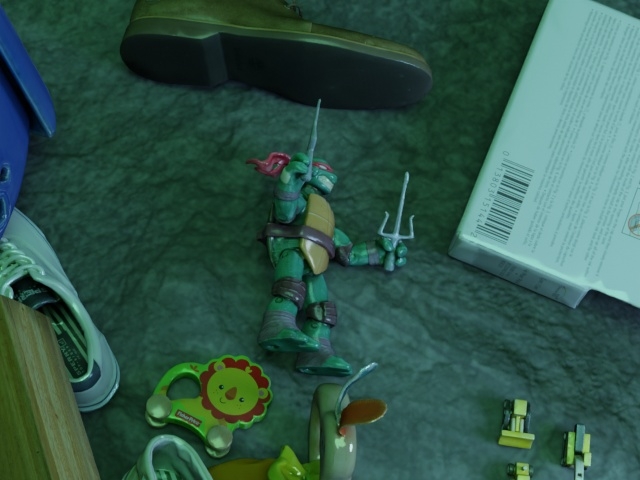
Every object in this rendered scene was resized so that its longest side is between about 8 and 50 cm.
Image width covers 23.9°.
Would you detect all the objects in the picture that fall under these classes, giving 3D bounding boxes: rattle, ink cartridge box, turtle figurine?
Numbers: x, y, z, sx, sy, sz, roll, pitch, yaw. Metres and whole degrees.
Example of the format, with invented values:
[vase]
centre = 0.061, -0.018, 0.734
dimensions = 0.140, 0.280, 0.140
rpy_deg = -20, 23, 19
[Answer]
[rattle]
centre = -0.028, 0.168, 1.293
dimensions = 0.143, 0.199, 0.130
rpy_deg = 16, 69, 2
[ink cartridge box]
centre = 0.297, -0.072, 1.481
dimensions = 0.261, 0.066, 0.296
rpy_deg = 23, 70, 4
[turtle figurine]
centre = 0.000, 0.000, 1.409
dimensions = 0.175, 0.118, 0.234
rpy_deg = 25, 65, -39

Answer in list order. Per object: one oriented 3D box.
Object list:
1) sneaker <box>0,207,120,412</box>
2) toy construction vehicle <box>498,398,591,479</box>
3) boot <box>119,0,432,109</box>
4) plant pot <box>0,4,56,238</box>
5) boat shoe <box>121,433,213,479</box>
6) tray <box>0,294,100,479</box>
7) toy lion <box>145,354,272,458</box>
[sneaker]
centre = -0.269, 0.040, 1.379
dimensions = 0.094, 0.091, 0.258
rpy_deg = -39, 76, -17
[toy construction vehicle]
centre = 0.206, 0.196, 1.390
dimensions = 0.086, 0.035, 0.098
rpy_deg = 11, 69, -1
[boot]
centre = -0.035, -0.207, 1.490
dimensions = 0.305, 0.112, 0.115
rpy_deg = 11, 58, 2
[plant pot]
centre = -0.383, -0.125, 1.336
dimensions = 0.236, 0.236, 0.212
rpy_deg = 16, 60, 28
[boat shoe]
centre = -0.091, 0.295, 1.249
dimensions = 0.109, 0.094, 0.302
rpy_deg = -15, 52, -31
[tray]
centre = -0.261, 0.263, 1.197
dimensions = 0.203, 0.076, 0.411
rpy_deg = -36, 54, 15
[toy lion]
centre = -0.098, 0.144, 1.390
dimensions = 0.100, 0.034, 0.096
rpy_deg = 26, 63, 5
